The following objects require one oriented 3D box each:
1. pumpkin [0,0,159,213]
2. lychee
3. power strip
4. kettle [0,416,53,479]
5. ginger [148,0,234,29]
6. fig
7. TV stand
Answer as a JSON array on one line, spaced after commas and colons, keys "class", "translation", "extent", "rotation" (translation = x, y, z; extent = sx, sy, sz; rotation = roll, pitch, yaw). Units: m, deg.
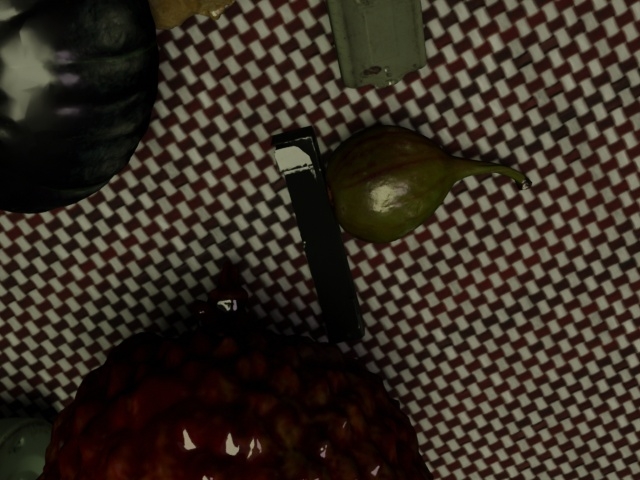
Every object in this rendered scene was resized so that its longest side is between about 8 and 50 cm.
[{"class": "pumpkin", "translation": [-0.304, -0.161, 0.748], "extent": [0.296, 0.296, 0.295], "rotation": [0, 114, 1]}, {"class": "lychee", "translation": [-0.091, 0.265, 0.878], "extent": [0.425, 0.499, 0.424], "rotation": [-3, 155, -2]}, {"class": "power strip", "translation": [0.044, -0.261, 0.781], "extent": [0.092, 0.034, 0.268], "rotation": [-17, 136, -2]}, {"class": "kettle", "translation": [-0.494, 0.368, 1.033], "extent": [0.342, 0.247, 0.319], "rotation": [-5, 140, 11]}, {"class": "ginger", "translation": [-0.058, -0.276, 0.809], "extent": [0.295, 0.086, 0.131], "rotation": [-3, 97, -3]}, {"class": "fig", "translation": [0.123, -0.063, 0.888], "extent": [0.237, 0.124, 0.124], "rotation": [-4, 114, -11]}, {"class": "TV stand", "translation": [0.000, 0.000, 0.948], "extent": [0.049, 0.040, 0.256], "rotation": [-12, 113, 6]}]
